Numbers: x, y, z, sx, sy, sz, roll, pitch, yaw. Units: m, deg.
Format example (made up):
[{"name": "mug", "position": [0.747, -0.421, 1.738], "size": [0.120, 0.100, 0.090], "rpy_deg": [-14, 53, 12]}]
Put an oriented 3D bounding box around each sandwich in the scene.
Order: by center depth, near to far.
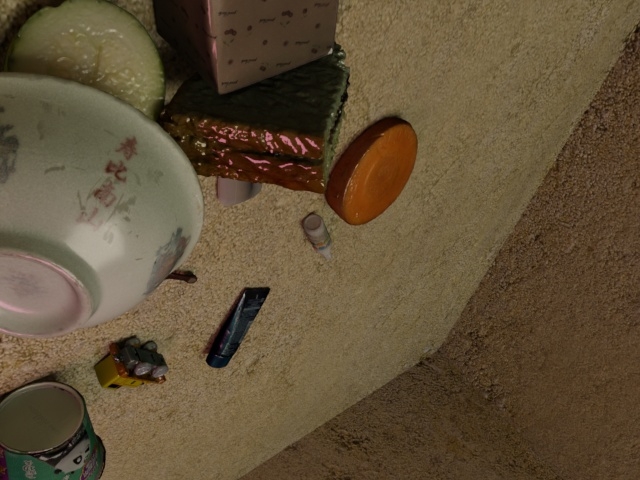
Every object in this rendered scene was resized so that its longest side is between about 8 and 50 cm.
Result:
[{"name": "sandwich", "position": [-0.087, -0.237, 1.066], "size": [0.131, 0.263, 0.325], "rpy_deg": [96, 5, -48]}]

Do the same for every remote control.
[{"name": "remote control", "position": [-0.151, -0.192, 1.329], "size": [0.109, 0.055, 0.312], "rpy_deg": [-27, 149, -30]}]

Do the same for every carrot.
[{"name": "carrot", "position": [0.139, -0.187, 1.712], "size": [0.258, 0.100, 0.307], "rpy_deg": [9, 115, -56]}]

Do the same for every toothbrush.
[{"name": "toothbrush", "position": [-0.384, 0.065, 1.405], "size": [0.041, 0.041, 0.364], "rpy_deg": [-49, 153, 12]}]

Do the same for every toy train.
[{"name": "toy train", "position": [-0.466, 0.317, 1.611], "size": [0.127, 0.089, 0.219], "rpy_deg": [-35, 155, 7]}]

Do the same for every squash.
[{"name": "squash", "position": [-0.330, -0.228, 0.920], "size": [0.219, 0.041, 0.219], "rpy_deg": [-8, 106, -28]}]

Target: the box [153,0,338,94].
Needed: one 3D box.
[{"name": "box", "position": [-0.110, -0.406, 0.928], "size": [0.225, 0.190, 0.297], "rpy_deg": [-29, 149, -26]}]

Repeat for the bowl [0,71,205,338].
[{"name": "bowl", "position": [-0.388, 0.007, 0.895], "size": [0.436, 0.195, 0.434], "rpy_deg": [-1, 135, -1]}]

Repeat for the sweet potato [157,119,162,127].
[{"name": "sweet potato", "position": [-0.290, -0.182, 1.154], "size": [0.202, 0.055, 0.058], "rpy_deg": [-44, 143, 1]}]

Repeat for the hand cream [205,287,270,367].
[{"name": "hand cream", "position": [-0.238, 0.248, 1.860], "size": [0.120, 0.061, 0.270], "rpy_deg": [3, 123, -57]}]

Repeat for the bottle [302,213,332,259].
[{"name": "bottle", "position": [0.000, 0.000, 1.812], "size": [0.060, 0.060, 0.217], "rpy_deg": [-39, 152, -9]}]

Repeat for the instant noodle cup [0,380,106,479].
[{"name": "instant noodle cup", "position": [-0.615, 0.447, 1.442], "size": [0.251, 0.251, 0.190], "rpy_deg": [-23, 138, -35]}]
